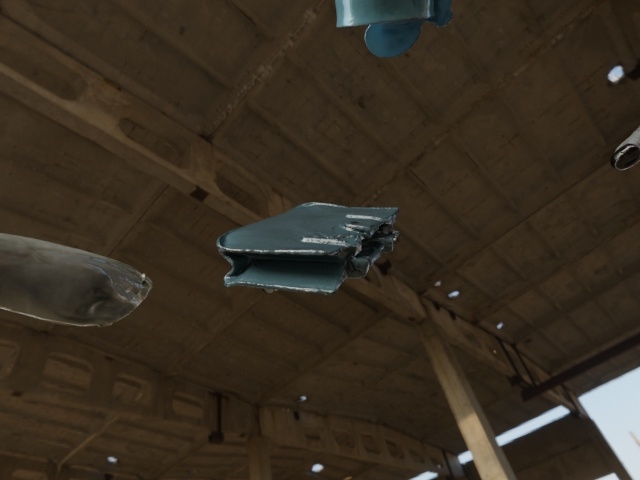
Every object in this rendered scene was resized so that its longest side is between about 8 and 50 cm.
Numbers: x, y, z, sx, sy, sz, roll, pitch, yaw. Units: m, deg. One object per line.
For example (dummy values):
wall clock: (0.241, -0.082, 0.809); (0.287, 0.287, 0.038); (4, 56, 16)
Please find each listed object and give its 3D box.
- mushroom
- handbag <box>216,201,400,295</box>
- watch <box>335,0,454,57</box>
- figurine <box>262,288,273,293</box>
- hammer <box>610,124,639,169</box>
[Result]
mushroom: (-0.390, 0.049, 0.520); (0.351, 0.097, 0.110); (18, -92, -46)
handbag: (0.000, 0.000, 0.511); (0.179, 0.229, 0.062); (1, -74, 29)
watch: (0.122, -0.420, 0.686); (0.210, 0.193, 0.211); (12, -58, 20)
figurine: (-0.085, 0.054, 0.759); (0.047, 0.106, 0.060); (29, -54, -11)
hammer: (0.558, -0.215, 0.648); (0.426, 0.044, 0.152); (-38, -11, -25)
